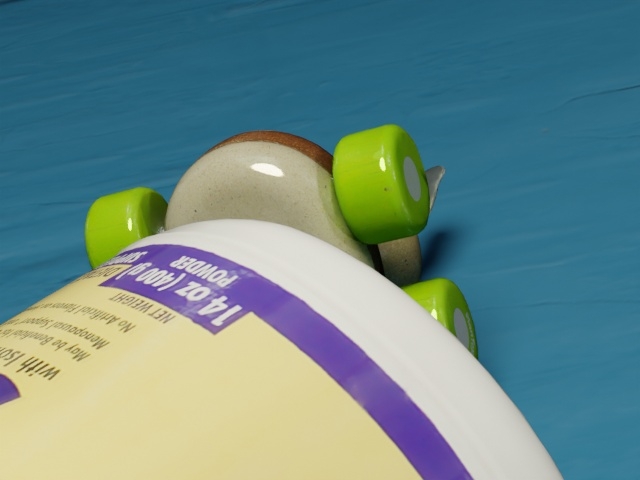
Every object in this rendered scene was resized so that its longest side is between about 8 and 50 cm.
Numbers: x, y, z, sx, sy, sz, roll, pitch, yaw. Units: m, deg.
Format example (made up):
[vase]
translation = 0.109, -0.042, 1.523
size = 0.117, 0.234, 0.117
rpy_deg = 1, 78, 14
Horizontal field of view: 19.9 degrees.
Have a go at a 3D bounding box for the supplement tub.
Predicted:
[supplement tub]
translation = -0.098, 0.165, 0.526
size = 0.331, 0.241, 0.241
rpy_deg = -32, 35, -32

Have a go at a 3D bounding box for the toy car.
[toy car]
translation = 0.000, 0.000, 0.903
size = 0.155, 0.149, 0.188
rpy_deg = -13, 16, 20
